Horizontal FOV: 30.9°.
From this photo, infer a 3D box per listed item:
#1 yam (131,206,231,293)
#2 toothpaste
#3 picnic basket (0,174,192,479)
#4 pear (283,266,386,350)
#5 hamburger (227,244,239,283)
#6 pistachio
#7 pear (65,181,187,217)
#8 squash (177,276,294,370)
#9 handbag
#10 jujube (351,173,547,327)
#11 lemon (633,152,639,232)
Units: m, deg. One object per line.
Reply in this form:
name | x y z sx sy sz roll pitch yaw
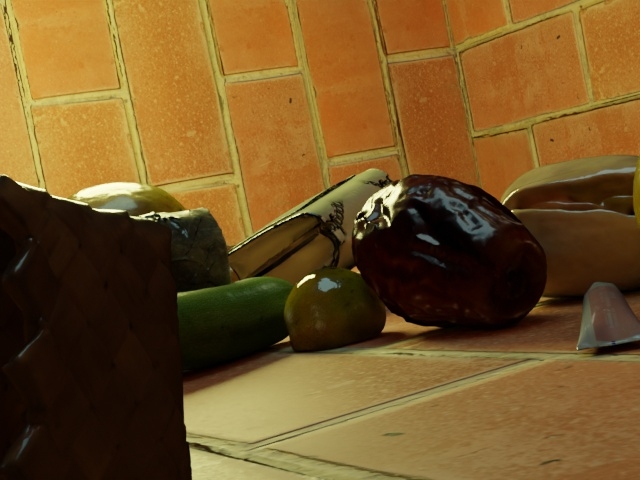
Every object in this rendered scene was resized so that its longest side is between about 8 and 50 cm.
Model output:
yam | -0.296 0.068 1.672 0.348 0.241 0.241 -5 -3 -38
toothpaste | 0.285 0.078 1.141 0.067 0.043 0.194 -9 8 13
picnic basket | -0.264 0.086 0.704 0.291 0.254 0.321 -12 -13 36
pear | 0.014 0.088 1.545 0.141 0.104 0.141 -15 1 0
hamburger | -0.150 0.082 2.279 0.243 0.146 0.286 -1 6 37
pistachio | 0.352 -0.011 1.507 0.299 0.188 0.187 -2 7 37
pear | -0.357 0.050 2.007 0.314 0.315 0.314 -11 2 0
squash | -0.131 0.111 1.566 0.107 0.107 0.395 -10 -1 34
handbag | 0.000 0.000 2.096 0.236 0.160 0.358 -37 -1 27
jujube | 0.154 0.019 1.438 0.197 0.197 0.290 -12 18 -29
lemon | 0.435 -0.049 1.180 0.228 0.229 0.253 -11 2 14
